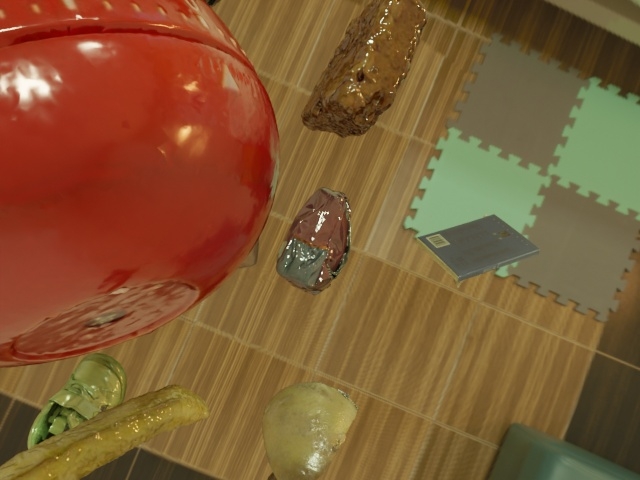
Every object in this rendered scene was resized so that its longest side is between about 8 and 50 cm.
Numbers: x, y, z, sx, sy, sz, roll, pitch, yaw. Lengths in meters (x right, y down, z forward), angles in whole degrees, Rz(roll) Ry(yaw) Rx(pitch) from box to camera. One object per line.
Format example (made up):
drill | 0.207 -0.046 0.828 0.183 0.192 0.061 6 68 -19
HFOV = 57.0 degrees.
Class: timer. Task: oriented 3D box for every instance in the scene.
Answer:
timer | -0.220 -0.054 0.500 0.378 0.378 0.279 -25 77 -6

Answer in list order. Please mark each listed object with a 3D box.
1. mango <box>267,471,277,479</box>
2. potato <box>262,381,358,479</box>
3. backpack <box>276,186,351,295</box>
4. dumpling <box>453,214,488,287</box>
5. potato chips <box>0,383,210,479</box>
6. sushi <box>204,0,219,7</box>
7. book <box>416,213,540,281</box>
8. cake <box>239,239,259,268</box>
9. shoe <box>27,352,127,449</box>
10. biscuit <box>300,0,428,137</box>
mango | -0.094 0.747 1.659 0.152 0.221 0.120 28 119 -6
potato | -0.047 0.508 1.597 0.211 0.264 0.189 -41 95 20
backpack | 0.000 0.000 1.765 0.197 0.283 0.317 22 81 4
dumpling | 0.462 0.030 1.778 0.132 0.162 0.250 26 69 14
potato chips | -0.290 0.254 0.647 0.407 0.057 0.080 -24 122 -42
sushi | -0.173 -0.424 0.562 0.285 0.329 0.327 -34 61 31
book | 0.421 0.015 1.583 0.269 0.191 0.025 -16 129 -21
cake | -0.327 -0.060 1.733 0.237 0.309 0.230 -10 122 -25
shoe | -0.506 0.368 1.242 0.140 0.128 0.262 28 74 -2
biscuit | 0.125 -0.484 1.655 0.166 0.343 0.395 30 82 -20
